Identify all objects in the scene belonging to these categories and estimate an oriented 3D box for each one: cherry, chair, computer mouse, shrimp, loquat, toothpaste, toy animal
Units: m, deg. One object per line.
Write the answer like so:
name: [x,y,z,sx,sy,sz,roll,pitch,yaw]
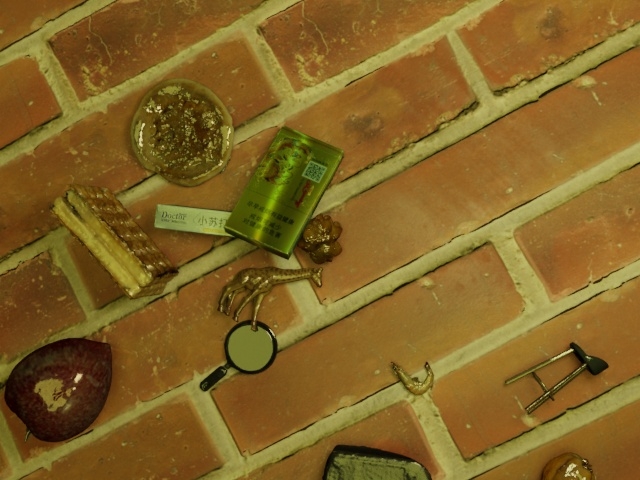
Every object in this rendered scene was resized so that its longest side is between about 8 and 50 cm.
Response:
cherry: [-0.634,0.359,1.759,0.230,0.203,0.300,43,79,7]
chair: [0.555,0.316,1.691,0.222,0.104,0.095,-32,68,6]
computer mouse: [0.139,0.586,1.718,0.269,0.100,0.170,7,84,11]
shrimp: [0.227,0.321,1.757,0.114,0.023,0.083,44,90,0]
loquat: [0.574,0.558,1.661,0.113,0.137,0.137,33,92,10]
toothpaste: [-0.249,-0.046,1.786,0.313,0.089,0.071,7,94,6]
toy animal: [-0.129,0.116,1.782,0.276,0.054,0.149,-33,75,-3]

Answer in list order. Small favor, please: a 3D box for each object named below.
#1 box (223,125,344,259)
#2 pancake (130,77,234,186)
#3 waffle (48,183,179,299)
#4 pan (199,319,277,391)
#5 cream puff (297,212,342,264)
box: [-0.084,-0.120,1.736,0.173,0.043,0.311,23,69,9]
pancake: [-0.348,-0.276,1.824,0.283,0.049,0.282,0,91,4]
waffle: [-0.495,0.003,1.748,0.091,0.213,0.308,-43,86,6]
pan: [-0.213,0.300,1.799,0.235,0.028,0.136,-41,84,3]
cream puff: [0.000,0.000,1.747,0.116,0.094,0.122,-8,128,-5]
